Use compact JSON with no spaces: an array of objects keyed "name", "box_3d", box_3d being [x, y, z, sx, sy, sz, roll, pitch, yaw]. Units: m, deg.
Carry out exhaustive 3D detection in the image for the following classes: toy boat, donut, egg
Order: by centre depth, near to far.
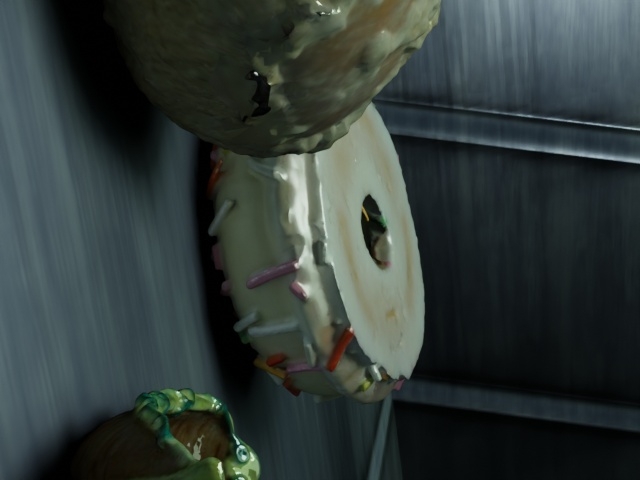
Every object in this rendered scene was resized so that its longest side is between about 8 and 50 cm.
[{"name":"toy boat","box_3d":[-0.093,0.141,0.591,0.293,0.099,0.108,87,-2,-78]},{"name":"egg","box_3d":[-0.037,-0.211,0.705,0.279,0.279,0.310,-88,-163,-50]},{"name":"donut","box_3d":[0.000,0.000,1.059,0.383,0.142,0.382,-12,90,-70]}]
